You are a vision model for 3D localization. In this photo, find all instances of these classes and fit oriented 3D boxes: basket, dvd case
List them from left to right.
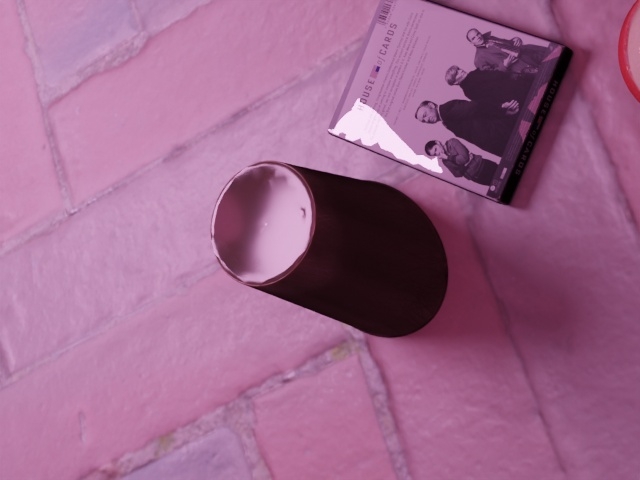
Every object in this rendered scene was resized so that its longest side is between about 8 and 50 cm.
[{"bbox_3d":[0.000,0.000,1.574,0.154,0.227,0.204,-51,58,13],"label":"basket"},{"bbox_3d":[0.136,-0.161,1.639,0.239,0.029,0.179,25,94,34],"label":"dvd case"}]

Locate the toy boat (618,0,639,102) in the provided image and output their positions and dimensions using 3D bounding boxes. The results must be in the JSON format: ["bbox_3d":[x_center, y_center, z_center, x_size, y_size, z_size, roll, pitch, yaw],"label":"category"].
[{"bbox_3d":[0.389,-0.168,1.419,0.231,0.151,0.151,9,83,-9],"label":"toy boat"}]
